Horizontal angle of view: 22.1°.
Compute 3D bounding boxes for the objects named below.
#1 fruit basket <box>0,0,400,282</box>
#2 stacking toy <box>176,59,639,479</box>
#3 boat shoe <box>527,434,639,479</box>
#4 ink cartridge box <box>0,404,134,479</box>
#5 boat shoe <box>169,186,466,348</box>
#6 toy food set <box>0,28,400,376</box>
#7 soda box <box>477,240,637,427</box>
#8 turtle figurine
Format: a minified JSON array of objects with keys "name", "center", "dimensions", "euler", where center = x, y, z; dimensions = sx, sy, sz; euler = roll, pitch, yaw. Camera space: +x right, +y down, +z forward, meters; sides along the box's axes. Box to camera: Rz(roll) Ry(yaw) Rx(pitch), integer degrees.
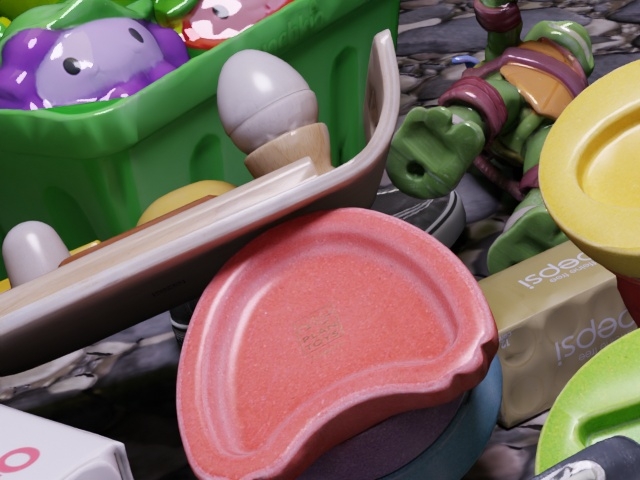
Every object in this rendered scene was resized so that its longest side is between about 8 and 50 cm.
[{"name":"fruit basket","center":[-0.141,-0.183,1.161],"dimensions":[0.283,0.392,0.392],"euler":[7,31,37]},{"name":"stacking toy","center":[0.104,0.086,0.739],"dimensions":[0.309,0.130,0.279],"euler":[-21,46,11]},{"name":"boat shoe","center":[-0.003,0.169,0.574],"dimensions":[0.303,0.114,0.091],"euler":[-25,68,0]},{"name":"ink cartridge box","center":[-0.255,0.164,0.749],"dimensions":[0.306,0.131,0.226],"euler":[12,34,40]},{"name":"boat shoe","center":[0.000,0.000,1.049],"dimensions":[0.219,0.070,0.078],"euler":[-26,27,-26]},{"name":"toy food set","center":[-0.100,-0.015,0.883],"dimensions":[0.306,0.092,0.220],"euler":[-23,-6,-3]},{"name":"soda box","center":[0.157,0.034,0.910],"dimensions":[0.181,0.061,0.058],"euler":[-23,27,-21]},{"name":"turtle figurine","center":[0.171,-0.106,1.046],"dimensions":[0.275,0.197,0.266],"euler":[-2,31,29]}]
